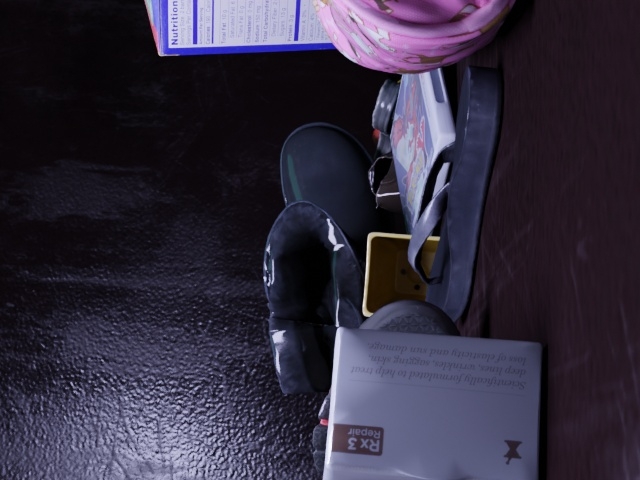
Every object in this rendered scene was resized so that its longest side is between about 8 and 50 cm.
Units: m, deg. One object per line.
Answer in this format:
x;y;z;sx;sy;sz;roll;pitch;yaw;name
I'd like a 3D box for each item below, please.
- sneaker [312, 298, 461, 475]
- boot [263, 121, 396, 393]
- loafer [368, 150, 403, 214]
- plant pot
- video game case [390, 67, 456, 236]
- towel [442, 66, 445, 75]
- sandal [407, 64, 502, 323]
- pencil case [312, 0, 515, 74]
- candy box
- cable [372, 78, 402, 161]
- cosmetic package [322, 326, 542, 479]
0.056;0.183;0.969;0.136;0.116;0.314;-75;-13;-70;sneaker
0.001;0.002;1.500;0.445;0.146;0.367;9;-119;-77;boot
0.100;-0.093;1.547;0.220;0.078;0.080;-85;-1;-71;loafer
0.091;0.035;1.203;0.083;0.081;0.081;-3;-83;-77;plant pot
0.110;-0.115;1.357;0.201;0.023;0.183;97;169;-52;video game case
0.138;-0.344;1.474;0.271;0.040;0.370;-87;0;-53;towel
0.103;-0.036;1.005;0.097;0.054;0.254;-85;-1;-49;sandal
0.065;-0.217;0.958;0.386;0.160;0.167;-65;-22;-86;pencil case
-0.032;-0.302;1.296;0.268;0.317;0.122;-110;20;-56;candy box
0.085;-0.164;1.688;0.139;0.072;0.287;-64;-12;10;cable
0.060;0.118;0.753;0.231;0.117;0.085;96;179;-72;cosmetic package
